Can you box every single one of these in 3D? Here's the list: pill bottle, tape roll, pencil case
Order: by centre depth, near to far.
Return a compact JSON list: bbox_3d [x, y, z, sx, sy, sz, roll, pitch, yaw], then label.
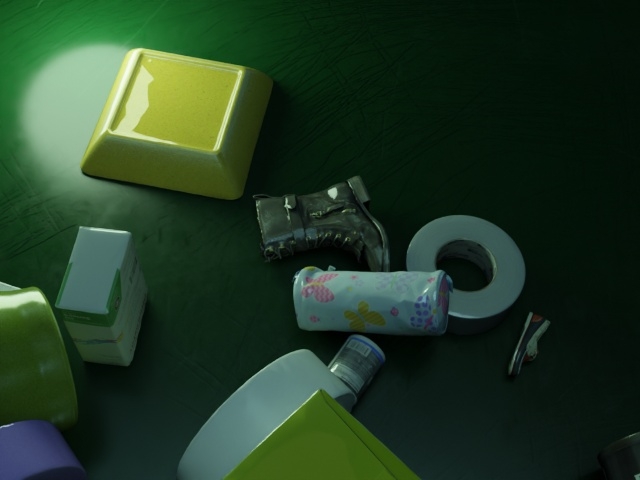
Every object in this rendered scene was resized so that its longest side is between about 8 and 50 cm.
[{"bbox_3d":[-0.478,0.382,1.252,0.275,0.275,0.090,-32,66,-21],"label":"tape roll"},{"bbox_3d":[-0.078,0.301,1.324,0.286,0.286,0.100,-39,68,-24],"label":"tape roll"},{"bbox_3d":[0.045,0.235,1.491,0.078,0.078,0.137,31,62,15],"label":"pill bottle"},{"bbox_3d":[0.089,0.104,1.515,0.273,0.113,0.124,2,29,19],"label":"pencil case"},{"bbox_3d":[0.263,0.062,1.614,0.219,0.072,0.219,1,58,-2],"label":"tape roll"}]

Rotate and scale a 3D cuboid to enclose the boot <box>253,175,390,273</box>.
[{"bbox_3d":[0.000,0.000,1.639,0.229,0.091,0.263,-16,57,-7],"label":"boot"}]

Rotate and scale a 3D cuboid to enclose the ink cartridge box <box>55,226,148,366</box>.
[{"bbox_3d":[-0.362,0.099,1.471,0.093,0.212,0.154,6,59,4],"label":"ink cartridge box"}]

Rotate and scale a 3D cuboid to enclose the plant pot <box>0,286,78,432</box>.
[{"bbox_3d":[-0.573,0.229,1.329,0.353,0.366,0.366,-15,60,-26],"label":"plant pot"}]

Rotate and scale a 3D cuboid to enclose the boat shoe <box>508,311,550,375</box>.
[{"bbox_3d":[0.372,0.189,1.560,0.043,0.049,0.137,26,56,9],"label":"boat shoe"}]

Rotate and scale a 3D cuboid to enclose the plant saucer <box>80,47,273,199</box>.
[{"bbox_3d":[-0.288,-0.262,1.775,0.332,0.081,0.333,10,58,3],"label":"plant saucer"}]

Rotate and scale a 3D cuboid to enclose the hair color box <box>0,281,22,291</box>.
[{"bbox_3d":[-0.581,0.111,1.548,0.141,0.043,0.072,17,59,8],"label":"hair color box"}]

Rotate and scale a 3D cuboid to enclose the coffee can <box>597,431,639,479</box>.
[{"bbox_3d":[0.564,0.438,1.327,0.201,0.201,0.275,-6,59,-7],"label":"coffee can"}]

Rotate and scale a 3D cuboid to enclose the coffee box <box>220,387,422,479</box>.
[{"bbox_3d":[0.011,0.474,1.160,0.337,0.334,0.338,-41,62,-20],"label":"coffee box"}]
